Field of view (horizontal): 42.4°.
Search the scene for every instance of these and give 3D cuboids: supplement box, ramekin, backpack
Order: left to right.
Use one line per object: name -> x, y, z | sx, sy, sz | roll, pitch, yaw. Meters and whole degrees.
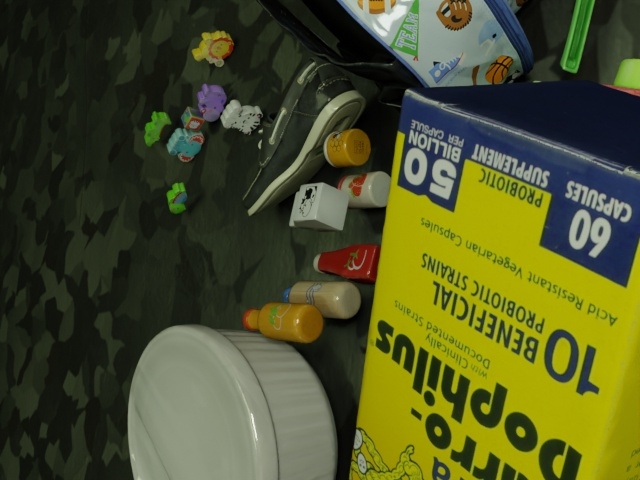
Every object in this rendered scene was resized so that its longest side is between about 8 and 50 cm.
ramekin -> -0.096, 0.222, 0.908 | 0.272, 0.127, 0.273 | 3, 94, 50
backpack -> 0.083, -0.229, 0.774 | 0.213, 0.276, 0.263 | -42, 55, 17
supplement box -> 0.161, 0.090, 0.559 | 0.194, 0.195, 0.357 | 32, 123, 47

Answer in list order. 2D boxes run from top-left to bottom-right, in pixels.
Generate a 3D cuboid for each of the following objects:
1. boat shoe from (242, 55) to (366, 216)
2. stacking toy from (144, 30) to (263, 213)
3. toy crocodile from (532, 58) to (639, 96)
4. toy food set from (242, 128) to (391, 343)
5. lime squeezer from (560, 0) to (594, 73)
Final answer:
boat shoe -> -0.033, -0.113, 0.955 | 0.079, 0.084, 0.233 | 51, 136, 12
stacking toy -> -0.174, -0.166, 1.179 | 0.221, 0.052, 0.167 | -49, 47, 31
toy crocodile -> 0.279, -0.065, 0.607 | 0.340, 0.105, 0.115 | 30, 103, 48
toy food set -> 0.000, 0.000, 0.896 | 0.104, 0.111, 0.233 | -2, 72, 49
lime squeezer -> 0.254, -0.304, 0.688 | 0.058, 0.110, 0.311 | 23, 118, 8
